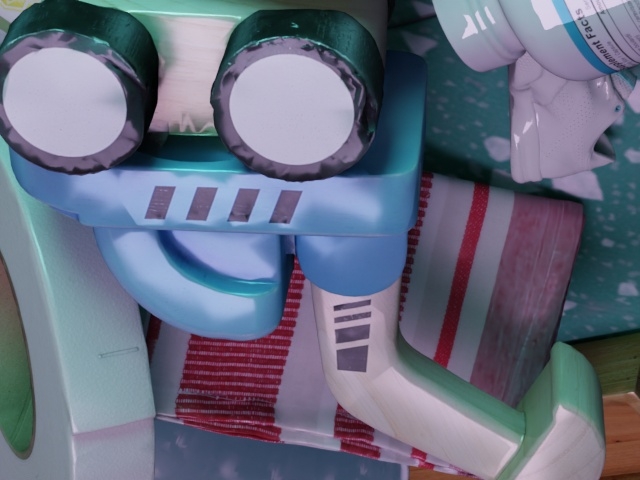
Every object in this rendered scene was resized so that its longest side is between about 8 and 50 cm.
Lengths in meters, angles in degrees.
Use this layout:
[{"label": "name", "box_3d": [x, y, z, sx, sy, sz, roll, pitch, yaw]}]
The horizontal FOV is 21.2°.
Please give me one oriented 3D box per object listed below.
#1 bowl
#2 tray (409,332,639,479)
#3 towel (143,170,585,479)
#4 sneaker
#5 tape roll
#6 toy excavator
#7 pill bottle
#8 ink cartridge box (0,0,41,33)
[{"label": "bowl", "box_3d": [-0.052, 0.113, 1.546, 0.311, 0.163, 0.312, 12, 142, 9]}, {"label": "tray", "box_3d": [0.169, 0.202, 1.636, 0.411, 0.076, 0.203, -13, 133, 37]}, {"label": "towel", "box_3d": [0.031, 0.054, 1.358, 0.329, 0.237, 0.037, 11, -175, -10]}, {"label": "sneaker", "box_3d": [0.181, -0.123, 1.228, 0.094, 0.080, 0.212, -1, 146, 7]}, {"label": "tape roll", "box_3d": [-0.236, 0.074, 1.428, 0.072, 0.392, 0.392, -11, 151, -23]}, {"label": "toy excavator", "box_3d": [0.000, 0.000, 1.234, 0.432, 0.222, 0.445, 3, 125, 4]}, {"label": "pill bottle", "box_3d": [0.200, -0.186, 1.036, 0.264, 0.146, 0.146, -17, 131, 28]}, {"label": "ink cartridge box", "box_3d": [-0.237, -0.191, 1.335, 0.171, 0.056, 0.235, 34, 139, -20]}]
